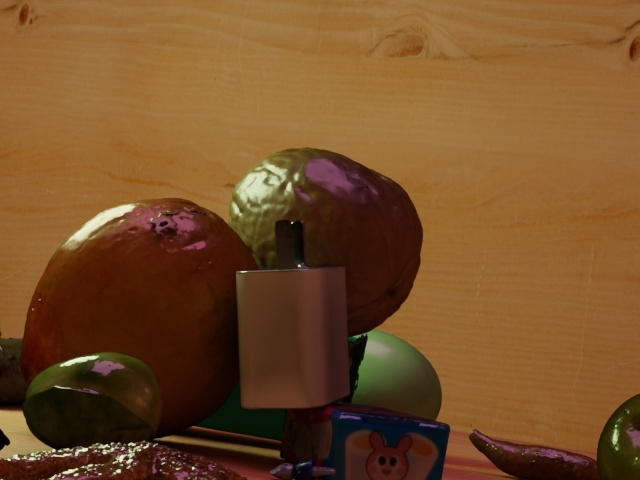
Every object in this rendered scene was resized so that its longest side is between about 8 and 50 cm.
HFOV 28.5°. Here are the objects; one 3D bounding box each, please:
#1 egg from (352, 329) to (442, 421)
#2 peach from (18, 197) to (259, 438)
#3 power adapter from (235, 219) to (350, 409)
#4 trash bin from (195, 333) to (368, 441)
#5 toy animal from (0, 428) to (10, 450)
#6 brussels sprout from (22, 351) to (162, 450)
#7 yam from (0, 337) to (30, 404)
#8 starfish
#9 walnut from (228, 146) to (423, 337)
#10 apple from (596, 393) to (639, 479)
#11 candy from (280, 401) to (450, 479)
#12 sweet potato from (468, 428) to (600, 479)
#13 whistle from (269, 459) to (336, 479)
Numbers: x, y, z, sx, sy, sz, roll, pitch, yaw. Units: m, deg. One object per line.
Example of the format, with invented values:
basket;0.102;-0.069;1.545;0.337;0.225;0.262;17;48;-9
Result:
egg;0.092;0.277;2.341;0.270;0.220;0.220;13;-5;6
peach;-0.252;0.123;1.820;0.290;0.372;0.372;36;9;27
power adapter;-0.036;0.099;1.735;0.124;0.255;0.187;-2;-1;17
trash bin;-0.130;0.212;2.111;0.381;0.259;0.295;11;0;9
toy animal;-0.369;0.184;1.304;0.105;0.070;0.202;24;-22;-7
brussels sprout;-0.262;0.204;1.519;0.183;0.131;0.145;13;-30;-39
yam;-0.523;0.228;2.183;0.131;0.131;0.280;6;-5;21
starfish;-0.157;0.218;1.161;0.302;0.060;0.299;8;-7;3
walnut;0.000;0.000;1.980;0.333;0.333;0.333;8;-5;1
apple;0.458;0.286;1.628;0.196;0.196;0.157;4;-45;37
candy;0.053;0.281;1.747;0.157;0.100;0.306;10;-6;-14
sweet potato;0.397;0.380;2.113;0.314;0.066;0.072;9;2;20
whistle;-0.022;0.286;1.558;0.083;0.029;0.033;-4;0;15
